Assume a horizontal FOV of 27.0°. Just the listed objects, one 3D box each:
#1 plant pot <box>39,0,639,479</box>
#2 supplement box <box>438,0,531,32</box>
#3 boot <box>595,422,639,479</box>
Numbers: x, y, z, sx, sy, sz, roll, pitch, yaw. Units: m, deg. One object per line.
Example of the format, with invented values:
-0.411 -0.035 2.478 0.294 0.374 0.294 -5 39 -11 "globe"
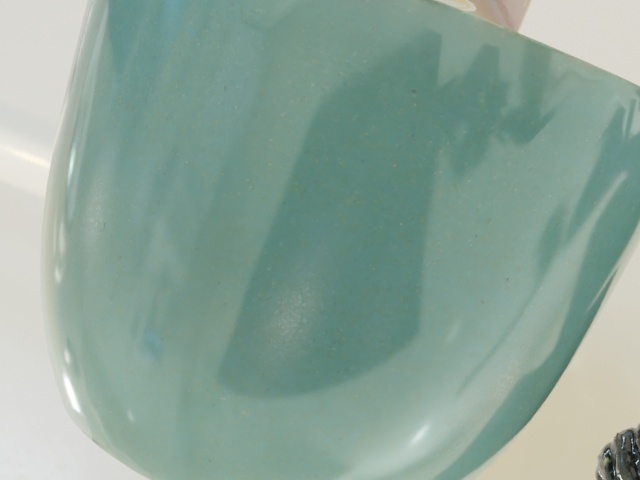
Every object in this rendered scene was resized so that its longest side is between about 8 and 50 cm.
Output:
0.000 0.000 0.642 0.293 0.293 0.235 24 -83 28 "plant pot"
0.070 -0.188 0.761 0.104 0.188 0.081 22 -89 15 "supplement box"
0.204 0.248 0.832 0.348 0.131 0.260 -19 -122 4 "boot"
